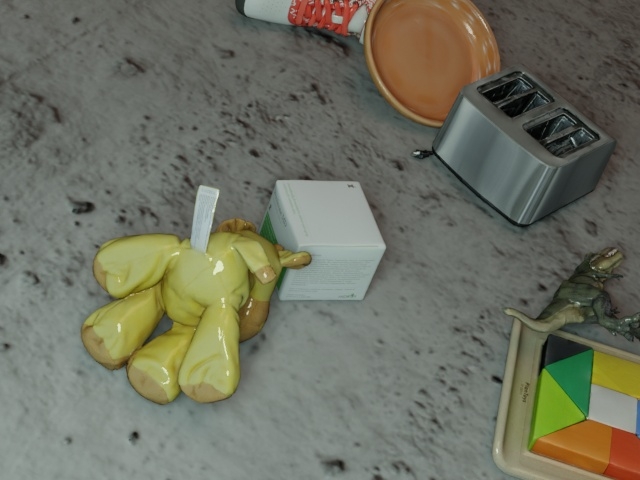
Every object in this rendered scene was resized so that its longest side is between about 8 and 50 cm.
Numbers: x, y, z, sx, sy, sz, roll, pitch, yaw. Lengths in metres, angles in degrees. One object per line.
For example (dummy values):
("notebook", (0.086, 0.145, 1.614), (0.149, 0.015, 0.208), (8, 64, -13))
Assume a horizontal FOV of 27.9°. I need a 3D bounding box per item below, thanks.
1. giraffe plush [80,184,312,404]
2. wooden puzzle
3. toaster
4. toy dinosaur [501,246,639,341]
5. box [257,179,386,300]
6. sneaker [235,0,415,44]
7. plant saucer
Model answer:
("giraffe plush", (-0.104, 0.044, 1.233), (0.181, 0.210, 0.170), (32, 13, 15))
("wooden puzzle", (0.301, 0.183, 1.335), (0.239, 0.044, 0.221), (21, 41, -1))
("toaster", (0.242, -0.116, 1.574), (0.186, 0.110, 0.168), (-25, 58, -40))
("toy dinosaur", (0.300, 0.074, 1.411), (0.118, 0.064, 0.268), (25, 24, 24))
("box", (0.000, 0.000, 1.362), (0.102, 0.087, 0.101), (1, 46, -23))
("sneaker", (0.031, -0.308, 1.698), (0.270, 0.090, 0.145), (-14, 50, -37))
("plant saucer", (0.139, -0.237, 1.654), (0.200, 0.037, 0.200), (7, 74, -25))
